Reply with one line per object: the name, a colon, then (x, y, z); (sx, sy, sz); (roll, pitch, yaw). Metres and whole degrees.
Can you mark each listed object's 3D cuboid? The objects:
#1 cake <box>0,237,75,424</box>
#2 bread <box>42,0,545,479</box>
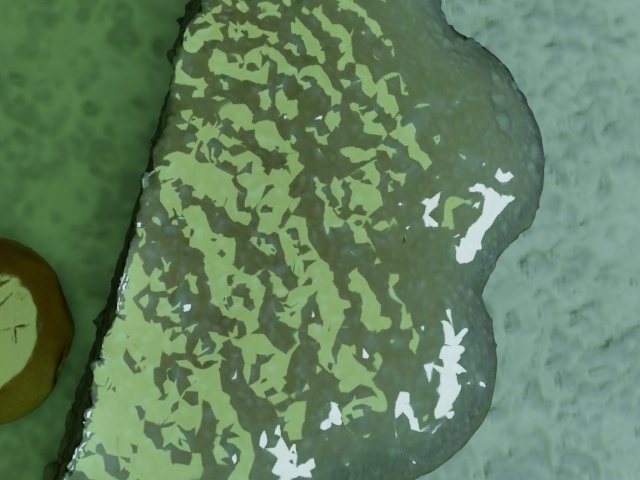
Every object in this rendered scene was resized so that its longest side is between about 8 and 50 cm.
cake: (-0.149, 0.040, 0.723); (0.084, 0.044, 0.084); (0, 88, -9)
bread: (-0.003, 0.000, 0.726); (0.183, 0.102, 0.337); (17, 84, -15)
